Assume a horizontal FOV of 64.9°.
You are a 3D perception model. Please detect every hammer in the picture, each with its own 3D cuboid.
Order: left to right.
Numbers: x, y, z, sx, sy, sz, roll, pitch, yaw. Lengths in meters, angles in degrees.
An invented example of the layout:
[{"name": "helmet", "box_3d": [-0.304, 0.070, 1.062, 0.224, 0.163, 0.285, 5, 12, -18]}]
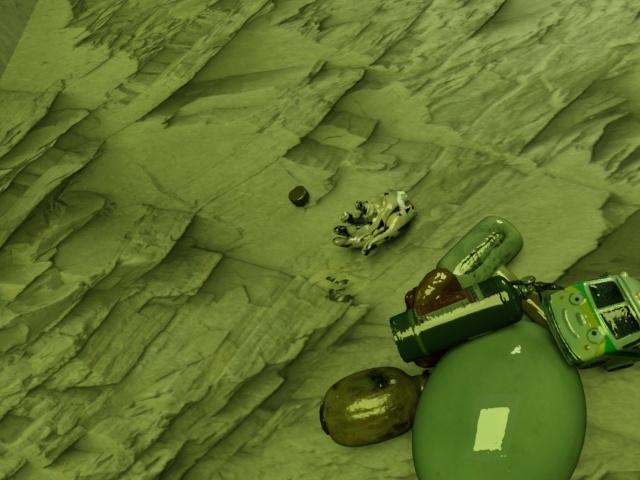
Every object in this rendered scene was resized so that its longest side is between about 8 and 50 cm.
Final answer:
[{"name": "hammer", "box_3d": [0.412, 0.100, 1.073, 0.202, 0.113, 0.305, -44, 66, 0]}]

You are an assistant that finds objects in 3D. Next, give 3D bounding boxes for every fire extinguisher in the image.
[{"name": "fire extinguisher", "box_3d": [0.271, 0.123, 0.893, 0.294, 0.118, 0.093, -24, 102, 13]}]

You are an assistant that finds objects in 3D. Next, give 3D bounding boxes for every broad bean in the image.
[{"name": "broad bean", "box_3d": [0.230, 0.161, 1.050, 0.156, 0.228, 0.122, -26, 35, -30]}]

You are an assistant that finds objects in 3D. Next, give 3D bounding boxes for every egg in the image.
[{"name": "egg", "box_3d": [0.317, 0.319, 0.903, 0.276, 0.276, 0.389, 19, 63, 26]}]

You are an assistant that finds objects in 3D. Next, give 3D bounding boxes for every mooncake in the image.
[{"name": "mooncake", "box_3d": [-0.007, -0.003, 1.290, 0.150, 0.057, 0.347, -17, 65, 26]}]

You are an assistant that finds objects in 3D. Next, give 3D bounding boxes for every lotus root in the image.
[{"name": "lotus root", "box_3d": [0.133, 0.336, 1.047, 0.278, 0.154, 0.154, -16, 63, 4]}]

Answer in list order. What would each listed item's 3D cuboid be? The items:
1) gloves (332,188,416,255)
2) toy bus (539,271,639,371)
[{"name": "gloves", "box_3d": [0.127, -0.041, 1.233, 0.212, 0.111, 0.127, -28, 85, 3]}, {"name": "toy bus", "box_3d": [0.528, 0.143, 0.892, 0.164, 0.276, 0.134, -37, 55, 35]}]
